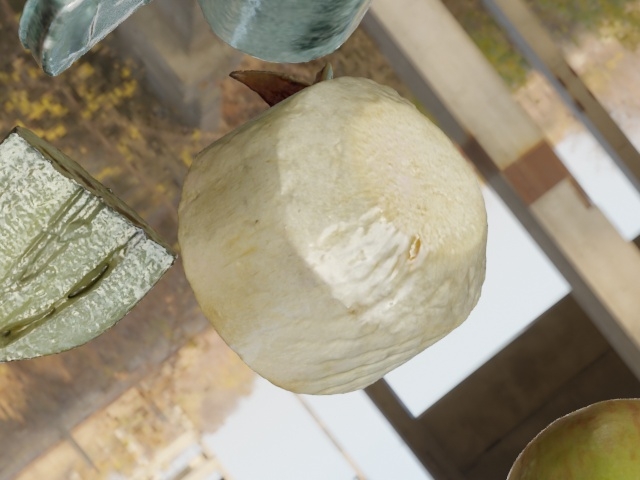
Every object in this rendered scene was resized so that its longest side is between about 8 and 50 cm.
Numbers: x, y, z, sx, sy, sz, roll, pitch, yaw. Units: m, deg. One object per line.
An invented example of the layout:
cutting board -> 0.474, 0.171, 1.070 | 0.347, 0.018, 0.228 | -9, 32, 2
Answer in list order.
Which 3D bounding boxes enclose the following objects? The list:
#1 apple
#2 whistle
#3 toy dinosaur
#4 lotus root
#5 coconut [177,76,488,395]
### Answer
apple -> 0.283, 0.265, 1.091 | 0.261, 0.260, 0.194 | -39, -139, 31
whistle -> -0.089, -0.276, 1.122 | 0.404, 0.188, 0.168 | -10, 166, -20
toy dinosaur -> -0.079, -0.120, 1.440 | 0.206, 0.113, 0.327 | -41, -161, 51
lotus root -> -0.372, 0.029, 1.581 | 0.260, 0.267, 0.149 | -50, -162, 4
coconut -> 0.000, 0.000, 1.210 | 0.328, 0.329, 0.329 | -39, 180, 0
